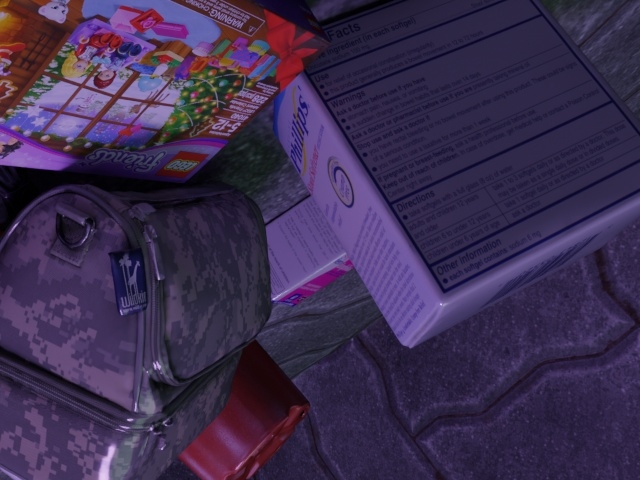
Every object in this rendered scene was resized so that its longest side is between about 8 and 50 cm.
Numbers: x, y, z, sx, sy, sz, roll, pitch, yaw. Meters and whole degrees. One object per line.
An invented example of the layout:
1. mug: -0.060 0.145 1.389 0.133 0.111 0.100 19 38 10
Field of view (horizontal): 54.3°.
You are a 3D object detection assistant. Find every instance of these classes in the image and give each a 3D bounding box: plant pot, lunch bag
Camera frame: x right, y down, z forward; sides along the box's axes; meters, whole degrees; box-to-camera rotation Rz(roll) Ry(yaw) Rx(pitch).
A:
1. plant pot: -0.177 0.254 1.037 0.272 0.265 0.272 -44 162 -18
2. lunch bag: -0.179 0.063 0.613 0.305 0.213 0.255 -26 138 -74

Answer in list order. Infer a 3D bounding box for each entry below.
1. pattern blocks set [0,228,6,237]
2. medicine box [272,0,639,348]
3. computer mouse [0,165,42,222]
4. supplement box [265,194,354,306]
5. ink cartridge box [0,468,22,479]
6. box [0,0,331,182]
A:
1. pattern blocks set: -0.346 0.119 0.660 0.325 0.026 0.285 -37 148 -49
2. medicine box: 0.132 -0.090 0.615 0.264 0.289 0.149 -25 161 -15
3. computer mouse: -0.335 0.024 0.503 0.262 0.060 0.184 -52 167 -17
4. supplement box: 0.000 0.000 0.982 0.220 0.113 0.111 -35 162 11
5. ink cartridge box: -0.385 0.238 0.825 0.127 0.176 0.128 -18 -151 54
6. box: -0.147 -0.129 0.441 0.201 0.057 0.293 -37 162 26
